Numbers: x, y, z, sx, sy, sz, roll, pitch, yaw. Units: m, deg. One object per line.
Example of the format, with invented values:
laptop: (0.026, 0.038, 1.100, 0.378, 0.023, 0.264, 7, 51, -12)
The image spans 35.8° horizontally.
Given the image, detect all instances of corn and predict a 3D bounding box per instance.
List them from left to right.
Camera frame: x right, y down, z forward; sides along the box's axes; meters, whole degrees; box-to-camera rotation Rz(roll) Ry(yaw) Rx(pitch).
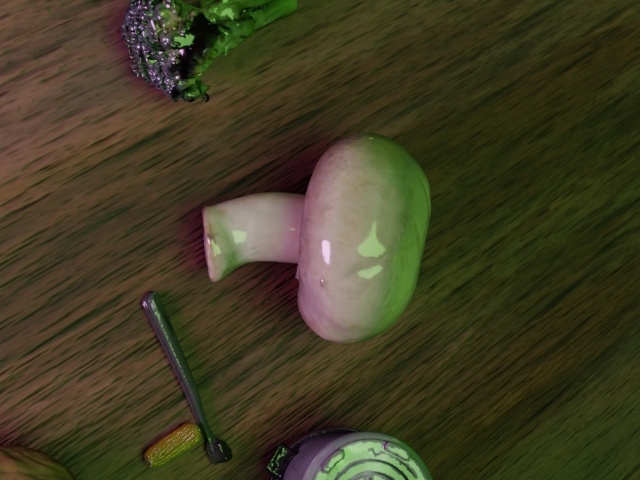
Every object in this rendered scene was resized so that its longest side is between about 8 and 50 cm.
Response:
corn: (-0.220, 0.306, 1.475, 0.092, 0.037, 0.037, -31, 109, -27)

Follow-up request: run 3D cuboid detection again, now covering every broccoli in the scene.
broccoli: (-0.143, -0.314, 1.422, 0.304, 0.165, 0.145, -32, 79, -39)

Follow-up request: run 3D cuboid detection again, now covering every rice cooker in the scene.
rice cooker: (0.046, 0.412, 1.540, 0.280, 0.227, 0.241, 33, 72, -8)

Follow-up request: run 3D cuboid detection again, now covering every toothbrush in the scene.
toothbrush: (-0.199, 0.209, 1.486, 0.030, 0.030, 0.297, -41, 115, -51)

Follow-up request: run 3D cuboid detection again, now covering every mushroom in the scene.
mushroom: (0.032, 0.006, 1.454, 0.356, 0.315, 0.315, -23, 106, -39)

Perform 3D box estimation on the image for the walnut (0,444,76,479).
walnut: (-0.415, 0.397, 1.235, 0.313, 0.277, 0.252, -7, 129, -36)
